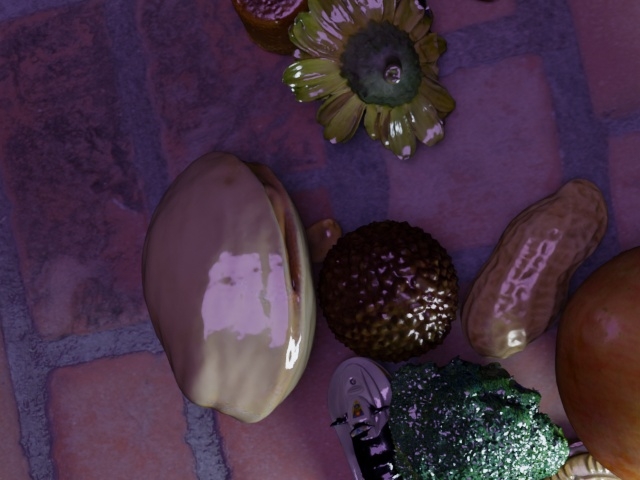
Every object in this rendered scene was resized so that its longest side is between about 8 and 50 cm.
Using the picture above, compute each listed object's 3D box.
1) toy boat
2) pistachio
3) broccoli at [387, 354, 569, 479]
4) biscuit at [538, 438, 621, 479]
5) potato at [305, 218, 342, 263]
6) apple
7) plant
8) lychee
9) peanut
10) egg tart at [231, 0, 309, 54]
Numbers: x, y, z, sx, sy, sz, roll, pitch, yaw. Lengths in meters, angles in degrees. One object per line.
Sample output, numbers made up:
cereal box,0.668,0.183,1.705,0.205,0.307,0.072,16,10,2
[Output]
toy boat,0.091,0.336,1.378,0.141,0.141,0.269,-20,100,14
pistachio,-0.148,0.076,1.352,0.365,0.281,0.445,-30,64,47
broccoli,0.239,0.290,1.286,0.294,0.245,0.265,42,120,7
biscuit,0.449,0.444,1.313,0.259,0.079,0.259,0,91,14
potato,0.000,0.000,1.428,0.068,0.062,0.083,35,131,-15
apple,0.534,0.181,1.154,0.391,0.346,0.391,1,95,9
plant,0.106,-0.301,1.298,0.306,0.297,0.261,27,72,-7
lychee,0.114,0.080,1.309,0.236,0.271,0.236,0,88,-13
peanut,0.342,0.046,1.306,0.153,0.140,0.325,36,95,-7
egg tart,-0.065,-0.426,1.394,0.203,0.147,0.202,0,89,15
